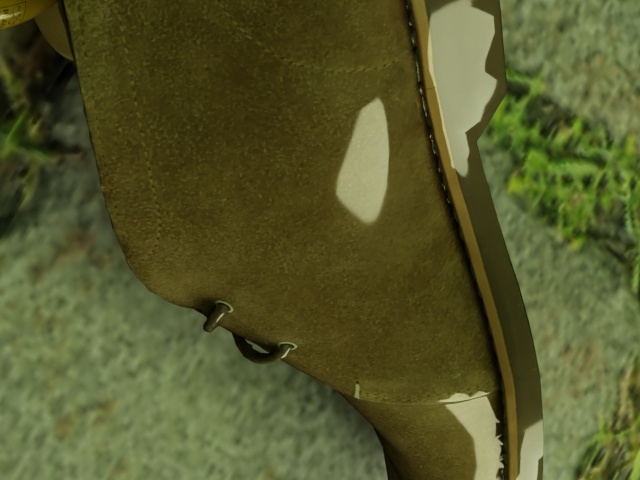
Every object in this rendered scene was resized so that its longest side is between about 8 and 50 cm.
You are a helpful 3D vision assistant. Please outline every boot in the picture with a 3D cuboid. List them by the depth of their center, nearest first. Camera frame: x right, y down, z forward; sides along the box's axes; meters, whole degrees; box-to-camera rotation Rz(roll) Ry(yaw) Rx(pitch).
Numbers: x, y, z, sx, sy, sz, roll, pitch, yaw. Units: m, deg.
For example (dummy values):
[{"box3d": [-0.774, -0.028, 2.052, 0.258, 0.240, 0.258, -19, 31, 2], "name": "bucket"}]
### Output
[{"box3d": [0.000, 0.000, 0.567, 0.115, 0.112, 0.305, -21, 132, -6], "name": "boot"}]

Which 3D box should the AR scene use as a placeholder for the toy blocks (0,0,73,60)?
[{"box3d": [-0.061, -0.116, 0.538, 0.148, 0.054, 0.123, -17, 109, -31], "name": "toy blocks"}]
